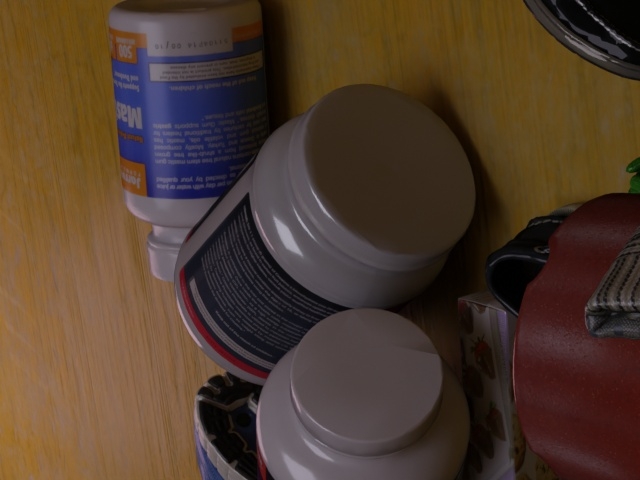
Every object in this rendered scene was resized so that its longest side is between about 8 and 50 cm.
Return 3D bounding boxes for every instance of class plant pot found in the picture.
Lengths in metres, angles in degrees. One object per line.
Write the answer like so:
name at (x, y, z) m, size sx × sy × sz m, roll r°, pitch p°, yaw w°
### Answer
plant pot at (0.284, 0.081, 1.152) m, size 0.265 × 0.272 × 0.272 m, roll 10°, pitch 111°, yaw 42°

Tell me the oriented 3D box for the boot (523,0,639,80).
boot at (0.209, -0.250, 1.338) m, size 0.236 × 0.085 × 0.179 m, roll 55°, pitch 138°, yaw 28°

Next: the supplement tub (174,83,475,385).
supplement tub at (0.000, 0.000, 1.627) m, size 0.272 × 0.191 × 0.191 m, roll -45°, pitch 65°, yaw 52°

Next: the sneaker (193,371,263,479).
sneaker at (-0.034, 0.297, 1.870) m, size 0.330 × 0.129 × 0.147 m, roll 63°, pitch 158°, yaw 22°

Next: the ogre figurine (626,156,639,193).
ogre figurine at (0.279, -0.117, 1.259) m, size 0.097 × 0.118 × 0.197 m, roll 15°, pitch 115°, yaw 47°

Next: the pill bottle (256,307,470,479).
pill bottle at (0.034, 0.194, 1.585) m, size 0.181 × 0.181 × 0.323 m, roll 54°, pitch 160°, yaw 28°

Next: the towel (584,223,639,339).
towel at (0.339, -0.048, 1.003) m, size 0.324 × 0.312 × 0.056 m, roll -3°, pitch 120°, yaw 41°

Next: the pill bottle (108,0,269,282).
pill bottle at (-0.125, -0.102, 1.799) m, size 0.152 × 0.152 × 0.272 m, roll 17°, pitch 115°, yaw 51°

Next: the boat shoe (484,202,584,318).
boat shoe at (0.253, 0.088, 1.375) m, size 0.340 × 0.113 × 0.127 m, roll 46°, pitch 136°, yaw 35°

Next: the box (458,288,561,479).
box at (0.170, 0.200, 1.576) m, size 0.063 × 0.067 × 0.324 m, roll 15°, pitch 113°, yaw 52°
